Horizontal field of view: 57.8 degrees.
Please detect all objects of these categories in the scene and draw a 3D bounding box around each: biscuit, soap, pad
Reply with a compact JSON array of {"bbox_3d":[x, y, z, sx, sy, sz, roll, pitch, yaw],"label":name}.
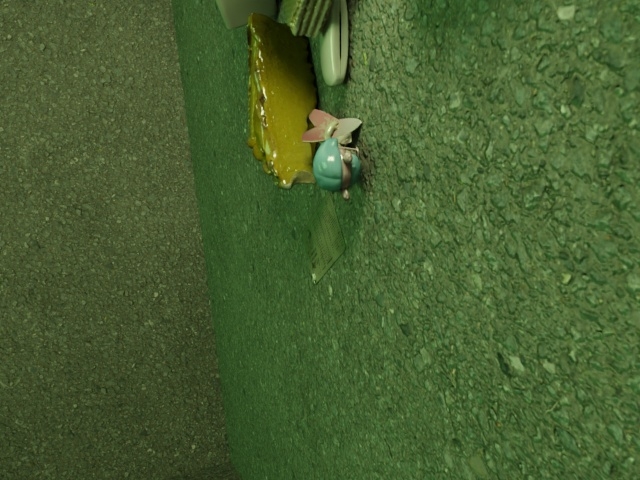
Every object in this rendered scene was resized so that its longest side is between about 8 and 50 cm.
[{"bbox_3d":[-0.048,-0.629,1.236,0.144,0.078,0.426,122,144,-56],"label":"biscuit"},{"bbox_3d":[-0.082,-0.336,1.372,0.304,0.169,0.339,-126,33,-51],"label":"soap"},{"bbox_3d":[0.001,0.000,1.497,0.265,0.009,0.160,126,133,-60],"label":"pad"}]

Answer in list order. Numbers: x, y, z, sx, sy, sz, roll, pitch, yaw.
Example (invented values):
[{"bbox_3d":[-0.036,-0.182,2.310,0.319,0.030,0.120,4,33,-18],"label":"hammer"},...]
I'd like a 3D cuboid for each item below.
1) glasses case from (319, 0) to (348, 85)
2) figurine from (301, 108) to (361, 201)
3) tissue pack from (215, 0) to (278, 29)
[{"bbox_3d":[0.028,-0.426,1.217,0.076,0.049,0.197,-150,57,-66],"label":"glasses case"},{"bbox_3d":[0.015,-0.182,1.268,0.260,0.102,0.205,-108,23,-49],"label":"figurine"},{"bbox_3d":[-0.227,-0.721,1.576,0.136,0.159,0.246,74,176,-62],"label":"tissue pack"}]
